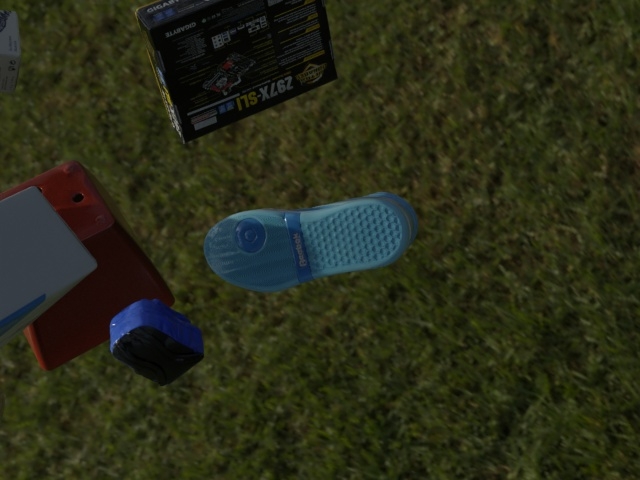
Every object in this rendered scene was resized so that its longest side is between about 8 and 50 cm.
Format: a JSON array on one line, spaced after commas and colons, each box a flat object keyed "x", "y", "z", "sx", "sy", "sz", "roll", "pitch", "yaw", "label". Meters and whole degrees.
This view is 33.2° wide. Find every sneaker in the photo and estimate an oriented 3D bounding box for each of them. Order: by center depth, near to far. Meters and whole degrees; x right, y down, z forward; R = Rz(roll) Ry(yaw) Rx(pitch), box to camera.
[{"x": 0.000, "y": 0.000, "z": 1.624, "sx": 0.319, "sy": 0.208, "sz": 0.127, "roll": -4, "pitch": 94, "yaw": 19, "label": "sneaker"}]

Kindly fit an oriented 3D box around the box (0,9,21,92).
[{"x": -0.632, "y": -0.316, "z": 1.740, "sx": 0.094, "sy": 0.275, "sz": 0.113, "roll": 121, "pitch": 141, "yaw": -48, "label": "box"}]

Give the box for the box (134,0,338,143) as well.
[{"x": -0.140, "y": -0.346, "z": 1.906, "sx": 0.322, "sy": 0.257, "sz": 0.079, "roll": -25, "pitch": 48, "yaw": -12, "label": "box"}]

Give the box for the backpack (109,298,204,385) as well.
[{"x": -0.243, "y": 0.138, "z": 1.537, "sx": 0.098, "sy": 0.120, "sz": 0.101, "roll": -41, "pitch": 40, "yaw": 20, "label": "backpack"}]

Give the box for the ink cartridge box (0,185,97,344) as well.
[{"x": -0.444, "y": 0.095, "z": 1.252, "sx": 0.307, "sy": 0.223, "sz": 0.129, "roll": -37, "pitch": 92, "yaw": 32, "label": "ink cartridge box"}]

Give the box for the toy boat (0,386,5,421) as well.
[{"x": -0.716, "y": 0.372, "z": 2.006, "sx": 0.148, "sy": 0.318, "sz": 0.267, "roll": 27, "pitch": 102, "yaw": 1, "label": "toy boat"}]

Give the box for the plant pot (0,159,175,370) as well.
[{"x": -0.453, "y": 0.019, "z": 1.917, "sx": 0.267, "sy": 0.235, "sz": 0.267, "roll": -28, "pitch": 55, "yaw": -15, "label": "plant pot"}]
